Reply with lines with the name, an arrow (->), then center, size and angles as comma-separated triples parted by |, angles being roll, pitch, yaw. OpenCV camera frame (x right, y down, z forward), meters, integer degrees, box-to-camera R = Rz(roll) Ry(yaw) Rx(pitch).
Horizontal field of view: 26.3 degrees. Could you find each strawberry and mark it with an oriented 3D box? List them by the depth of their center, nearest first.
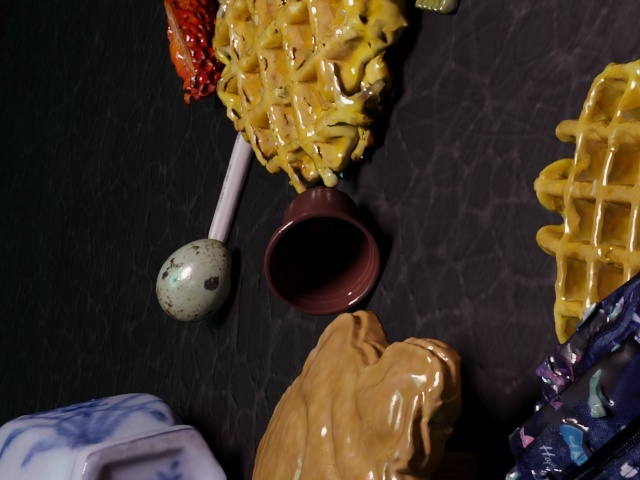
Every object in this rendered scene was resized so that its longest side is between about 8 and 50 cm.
strawberry -> -0.154, -0.254, 1.780 | 0.121, 0.082, 0.188 | 97, 158, -51

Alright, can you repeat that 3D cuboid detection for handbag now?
handbag -> 0.202, 0.085, 0.693 | 0.113, 0.162, 0.260 | -49, -4, -42

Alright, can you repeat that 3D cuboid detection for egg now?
egg -> -0.145, 0.046, 1.610 | 0.110, 0.085, 0.085 | -53, 30, 14

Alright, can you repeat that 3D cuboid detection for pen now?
pen -> -0.103, -0.068, 1.633 | 0.026, 0.026, 0.218 | -127, 51, -60

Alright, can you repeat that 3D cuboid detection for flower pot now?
flower pot -> 0.000, 0.000, 1.280 | 0.089, 0.111, 0.111 | -97, 26, -59

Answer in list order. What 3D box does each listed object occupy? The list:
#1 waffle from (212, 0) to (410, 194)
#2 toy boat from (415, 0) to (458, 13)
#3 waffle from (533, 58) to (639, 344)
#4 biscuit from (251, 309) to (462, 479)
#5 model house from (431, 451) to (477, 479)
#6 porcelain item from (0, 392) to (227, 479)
waffle -> -0.018, -0.250, 1.396 | 0.379, 0.095, 0.382 | 44, 129, 55
toy boat -> 0.114, -0.259, 1.216 | 0.063, 0.016, 0.115 | -148, 70, -66
waffle -> 0.200, -0.002, 0.861 | 0.219, 0.057, 0.229 | -165, 85, -67
biscuit -> 0.004, 0.208, 1.022 | 0.376, 0.051, 0.269 | -60, 29, 35
model house -> 0.075, 0.213, 1.021 | 0.101, 0.087, 0.100 | -126, 49, -60
porcelain item -> -0.264, 0.279, 1.600 | 0.405, 0.242, 0.179 | -12, 88, 63
